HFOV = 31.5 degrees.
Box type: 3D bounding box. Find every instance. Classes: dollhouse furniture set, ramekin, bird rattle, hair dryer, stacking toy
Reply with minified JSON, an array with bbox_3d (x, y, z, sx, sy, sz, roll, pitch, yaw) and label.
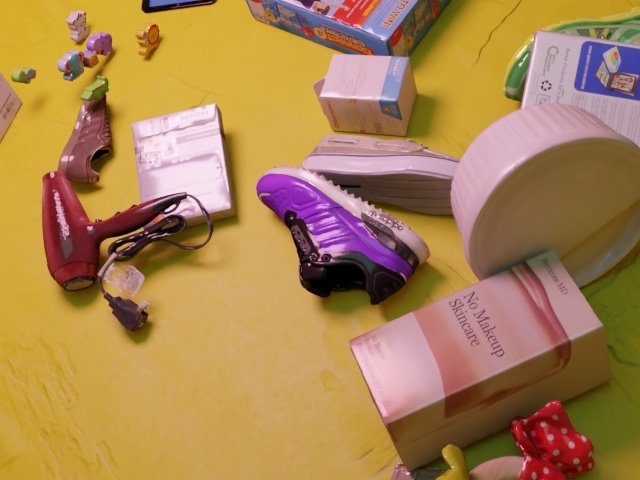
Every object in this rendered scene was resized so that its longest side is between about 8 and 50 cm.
[{"bbox_3d":[0.116,0.358,1.437,0.076,0.058,0.151,1,40,24],"label":"dollhouse furniture set"},{"bbox_3d":[0.298,-0.059,1.512,0.273,0.272,0.127,-24,43,0],"label":"ramekin"},{"bbox_3d":[0.233,0.323,1.380,0.254,0.143,0.206,-12,76,-27],"label":"bird rattle"},{"bbox_3d":[-0.322,-0.012,1.744,0.294,0.080,0.223,32,81,16],"label":"hair dryer"},{"bbox_3d":[-0.402,-0.320,1.945,0.167,0.052,0.221,14,43,23],"label":"stacking toy"}]

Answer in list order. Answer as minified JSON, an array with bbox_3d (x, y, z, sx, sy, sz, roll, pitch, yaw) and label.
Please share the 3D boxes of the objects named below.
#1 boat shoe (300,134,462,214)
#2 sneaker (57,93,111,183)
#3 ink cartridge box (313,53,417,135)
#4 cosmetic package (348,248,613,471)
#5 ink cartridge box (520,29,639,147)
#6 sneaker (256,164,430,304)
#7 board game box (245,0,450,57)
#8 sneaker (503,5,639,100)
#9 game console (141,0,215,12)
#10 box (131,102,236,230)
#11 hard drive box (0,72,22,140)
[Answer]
[{"bbox_3d":[0.112,-0.110,1.681,0.302,0.109,0.094,8,58,22],"label":"boat shoe"},{"bbox_3d":[-0.377,-0.170,1.888,0.071,0.066,0.188,18,59,-5],"label":"sneaker"},{"bbox_3d":[0.068,-0.229,1.773,0.143,0.092,0.089,7,61,18],"label":"ink cartridge box"},{"bbox_3d":[0.206,0.154,1.468,0.296,0.129,0.153,-25,47,-2],"label":"cosmetic package"},{"bbox_3d":[0.470,-0.181,1.601,0.371,0.069,0.175,11,85,15],"label":"ink cartridge box"},{"bbox_3d":[0.000,0.000,1.644,0.293,0.102,0.146,28,70,28],"label":"sneaker"},{"bbox_3d":[0.077,-0.463,1.921,0.302,0.086,0.308,26,69,27],"label":"board game box"},{"bbox_3d":[0.417,-0.268,1.692,0.296,0.109,0.123,-16,52,5],"label":"sneaker"},{"bbox_3d":[-0.260,-0.488,2.033,0.144,0.124,0.085,-5,31,12],"label":"game console"},{"bbox_3d":[-0.216,-0.113,1.789,0.145,0.038,0.186,-13,68,7],"label":"box"},{"bbox_3d":[-0.617,-0.237,1.881,0.089,0.232,0.181,10,61,20],"label":"hard drive box"}]
